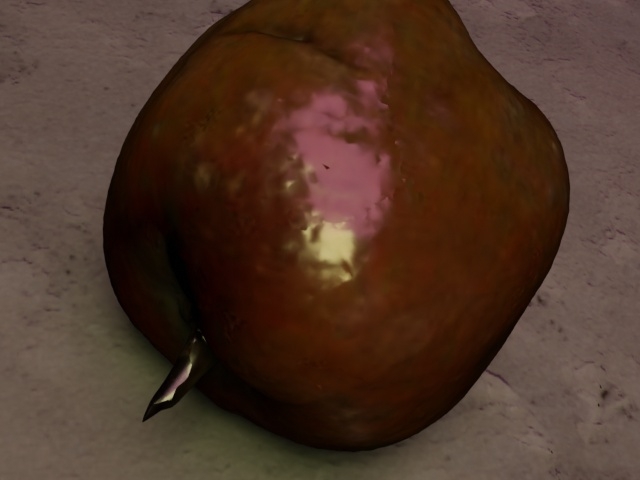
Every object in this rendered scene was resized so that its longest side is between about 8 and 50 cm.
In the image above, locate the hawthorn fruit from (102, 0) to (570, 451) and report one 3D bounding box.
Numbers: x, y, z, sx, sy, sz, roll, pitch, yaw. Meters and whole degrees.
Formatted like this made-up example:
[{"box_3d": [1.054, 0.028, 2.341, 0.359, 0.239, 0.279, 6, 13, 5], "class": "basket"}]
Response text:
[{"box_3d": [0.000, 0.000, 0.560, 0.267, 0.268, 0.301, 30, 56, 6], "class": "hawthorn fruit"}]
